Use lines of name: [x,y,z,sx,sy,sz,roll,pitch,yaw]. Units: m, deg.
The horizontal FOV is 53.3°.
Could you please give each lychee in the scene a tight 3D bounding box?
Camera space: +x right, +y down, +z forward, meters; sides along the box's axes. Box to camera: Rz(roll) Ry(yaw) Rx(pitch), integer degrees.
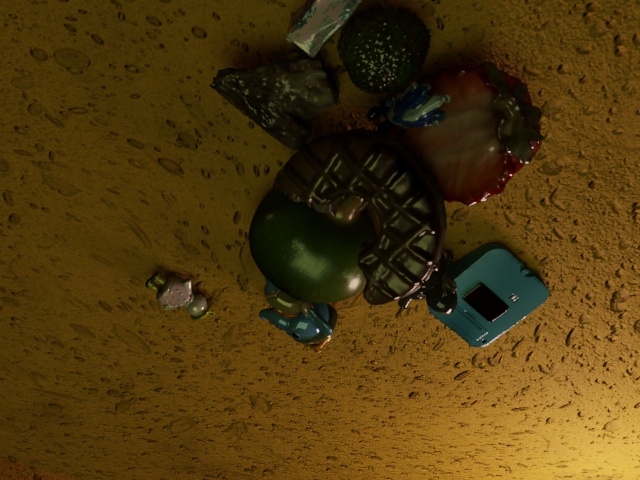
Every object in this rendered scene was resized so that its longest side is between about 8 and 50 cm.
lychee: [0.118,-0.350,1.162,0.171,0.171,0.171,5,132,5]

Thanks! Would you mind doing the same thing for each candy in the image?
candy: [0.011,-0.419,1.156,0.073,0.092,0.160,33,130,-20]

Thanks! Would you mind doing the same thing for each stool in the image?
stool: [0.215,0.088,1.507,0.153,0.228,0.139,0,140,-30]

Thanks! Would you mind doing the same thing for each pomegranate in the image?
pomegranate: [0.000,0.000,1.452,0.309,0.216,0.358,30,129,-12]

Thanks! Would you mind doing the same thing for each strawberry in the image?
strawberry: [0.271,-0.207,1.262,0.336,0.149,0.265,-15,98,46]

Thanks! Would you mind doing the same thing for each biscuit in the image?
biscuit: [0.100,-0.064,1.255,0.366,0.115,0.268,46,118,3]

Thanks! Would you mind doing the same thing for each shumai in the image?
shumai: [-0.073,-0.306,1.254,0.218,0.184,0.185,37,93,-8]

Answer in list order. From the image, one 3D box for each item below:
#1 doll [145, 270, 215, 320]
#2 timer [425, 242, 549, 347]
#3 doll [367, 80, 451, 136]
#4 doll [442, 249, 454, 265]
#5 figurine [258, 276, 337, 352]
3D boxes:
doll: [-0.377,0.156,1.747,0.207,0.081,0.129,34,116,-24]
timer: [0.416,0.129,1.614,0.232,0.091,0.250,39,115,-23]
doll: [0.170,-0.245,1.192,0.195,0.070,0.096,-8,125,54]
doll: [0.291,0.054,1.572,0.058,0.040,0.085,26,127,3]
figurine: [-0.065,0.176,1.688,0.262,0.154,0.180,47,134,-8]
